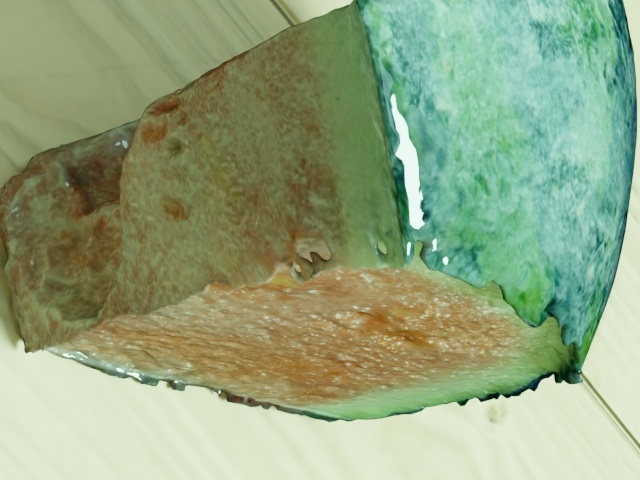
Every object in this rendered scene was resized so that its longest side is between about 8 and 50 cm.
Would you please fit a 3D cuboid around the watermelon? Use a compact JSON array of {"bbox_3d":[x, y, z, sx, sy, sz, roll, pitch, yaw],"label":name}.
[{"bbox_3d":[0.000,0.000,0.644,0.226,0.318,0.148,-11,90,-1],"label":"watermelon"}]
